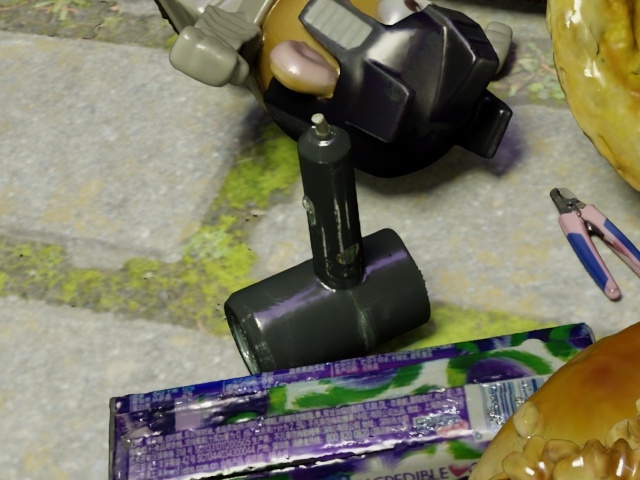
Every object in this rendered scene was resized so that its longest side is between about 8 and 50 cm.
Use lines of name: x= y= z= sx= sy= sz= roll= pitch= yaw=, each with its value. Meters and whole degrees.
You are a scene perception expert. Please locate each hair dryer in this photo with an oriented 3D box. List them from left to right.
hair dryer: x=0.000 y=0.000 z=1.037 sx=0.124 sy=0.219 sz=0.071 roll=-23 pitch=53 yaw=-15

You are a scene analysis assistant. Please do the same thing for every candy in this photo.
candy: x=0.025 y=0.117 z=1.026 sx=0.312 sy=0.061 sz=0.088 roll=-8 pitch=44 yaw=3

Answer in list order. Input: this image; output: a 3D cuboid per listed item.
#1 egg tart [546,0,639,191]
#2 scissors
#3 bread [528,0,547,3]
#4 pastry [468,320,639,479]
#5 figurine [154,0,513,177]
egg tart: x=0.300 y=-0.152 z=1.157 sx=0.319 sy=0.128 sz=0.319 roll=1 pitch=85 yaw=-8
scissors: x=0.189 y=-0.002 z=1.146 sx=0.039 sy=0.012 sz=0.113 roll=-21 pitch=44 yaw=-9
bread: x=0.146 y=-0.232 z=1.304 sx=0.344 sy=0.124 sz=0.084 roll=14 pitch=68 yaw=13
pastry: x=0.229 y=0.183 z=0.783 sx=0.409 sy=0.245 sz=0.409 roll=-5 pitch=44 yaw=4
figurine: x=0.014 y=-0.141 z=1.228 sx=0.308 sy=0.143 sz=0.308 roll=0 pitch=38 yaw=0
